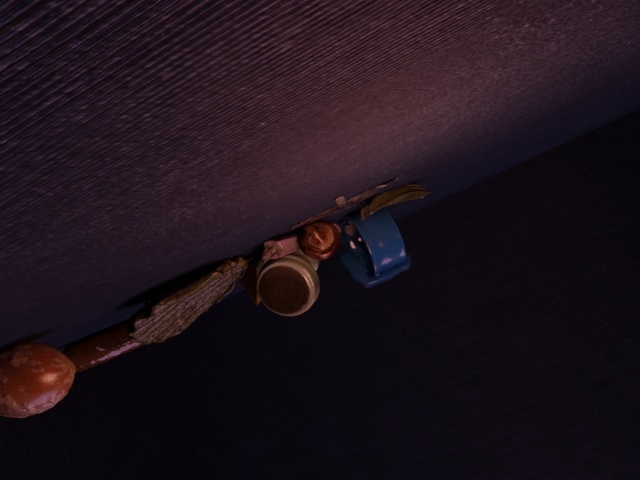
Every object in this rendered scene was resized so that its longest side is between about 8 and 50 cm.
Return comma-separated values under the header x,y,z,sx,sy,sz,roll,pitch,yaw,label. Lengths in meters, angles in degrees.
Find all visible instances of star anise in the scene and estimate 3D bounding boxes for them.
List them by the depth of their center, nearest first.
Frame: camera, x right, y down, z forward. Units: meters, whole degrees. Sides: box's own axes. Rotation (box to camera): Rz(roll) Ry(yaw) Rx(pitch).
x,y,z,sx,sy,sz,roll,pitch,yaw,label
-0.556,0.282,1.595,0.148,0.219,0.227,-28,-143,49,star anise

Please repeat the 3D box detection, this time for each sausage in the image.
x,y,z,sx,sy,sz,roll,pitch,yaw,label
-0.790,0.393,2.039,0.501,0.123,0.136,-23,178,-25,sausage

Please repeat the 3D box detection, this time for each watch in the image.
x,y,z,sx,sy,sz,roll,pitch,yaw,label
0.179,-0.017,1.801,0.242,0.305,0.274,-26,146,-12,watch

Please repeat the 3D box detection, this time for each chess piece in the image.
x,y,z,sx,sy,sz,roll,pitch,yaw,label
-0.079,0.099,1.634,0.195,0.194,0.299,-25,-167,18,chess piece

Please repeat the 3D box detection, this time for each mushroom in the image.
x,y,z,sx,sy,sz,roll,pitch,yaw,label
0.000,0.000,1.485,0.127,0.127,0.087,-24,164,-9,mushroom

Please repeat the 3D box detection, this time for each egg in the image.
x,y,z,sx,sy,sz,roll,pitch,yaw,label
-0.761,0.357,1.299,0.234,0.194,0.195,-11,175,-6,egg

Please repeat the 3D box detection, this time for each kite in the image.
x,y,z,sx,sy,sz,roll,pitch,yaw,label
0.061,-0.097,1.383,0.336,0.011,0.314,-25,176,9,kite

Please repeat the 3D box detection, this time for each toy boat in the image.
x,y,z,sx,sy,sz,roll,pitch,yaw,label
0.240,-0.135,1.621,0.293,0.055,0.093,-20,174,-36,toy boat

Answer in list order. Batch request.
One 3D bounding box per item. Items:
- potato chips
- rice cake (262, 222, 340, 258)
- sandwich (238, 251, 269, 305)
x,y,z,sx,sy,sz,roll,pitch,yaw,label
-0.401,0.189,1.529,0.429,0.070,0.358,-36,167,2,potato chips
-0.055,-0.004,1.574,0.073,0.056,0.365,-8,-174,35,rice cake
-0.181,0.116,1.693,0.117,0.144,0.187,-43,-171,-36,sandwich
